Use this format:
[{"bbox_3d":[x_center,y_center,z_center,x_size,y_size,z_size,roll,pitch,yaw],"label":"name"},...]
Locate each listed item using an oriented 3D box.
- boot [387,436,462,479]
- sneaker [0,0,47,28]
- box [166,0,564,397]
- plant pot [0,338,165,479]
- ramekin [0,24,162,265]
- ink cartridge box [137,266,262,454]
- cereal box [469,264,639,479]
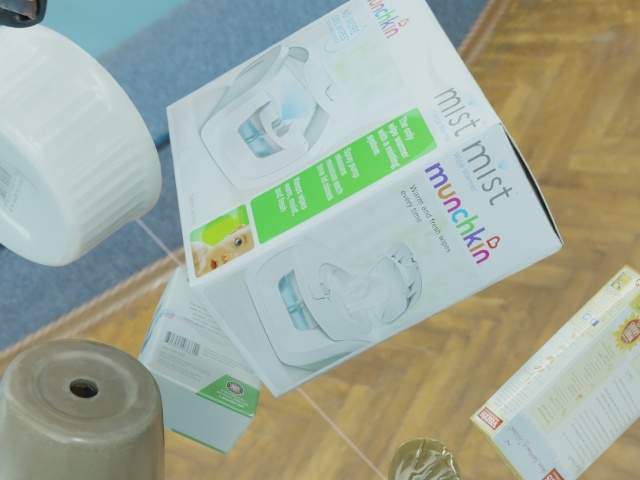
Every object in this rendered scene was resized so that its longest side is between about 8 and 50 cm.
[{"bbox_3d":[0.109,0.332,1.171,0.095,0.203,0.262,-5,81,2],"label":"boot"},{"bbox_3d":[-0.198,-0.258,0.857,0.321,0.124,0.180,-11,82,14],"label":"sneaker"},{"bbox_3d":[0.021,-0.051,0.853,0.231,0.127,0.262,-29,35,9],"label":"box"},{"bbox_3d":[-0.255,0.228,1.122,0.263,0.263,0.229,-113,34,-51],"label":"plant pot"},{"bbox_3d":[-0.332,-0.101,1.333,0.277,0.277,0.135,6,42,42],"label":"ramekin"},{"bbox_3d":[-0.154,0.153,1.498,0.093,0.154,0.212,-57,14,36],"label":"ink cartridge box"},{"bbox_3d":[0.289,0.162,1.246,0.240,0.173,0.047,-42,42,-5],"label":"cereal box"}]
